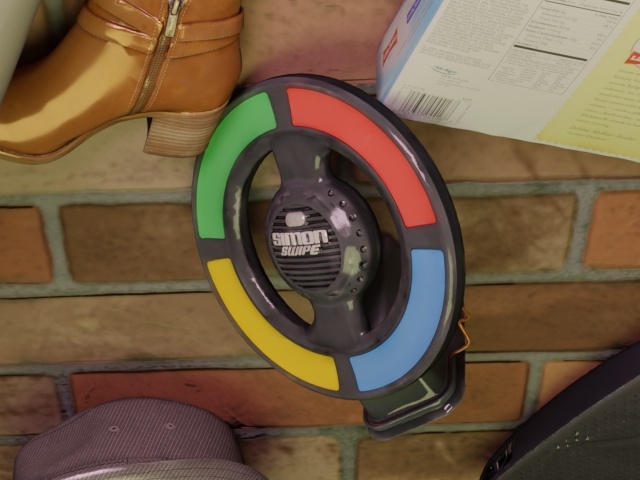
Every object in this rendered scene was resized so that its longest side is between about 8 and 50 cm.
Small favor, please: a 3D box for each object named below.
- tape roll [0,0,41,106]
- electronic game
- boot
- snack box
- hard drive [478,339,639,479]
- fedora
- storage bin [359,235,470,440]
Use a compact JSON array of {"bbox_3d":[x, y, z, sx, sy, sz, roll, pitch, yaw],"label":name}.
[{"bbox_3d":[-0.274,-0.146,0.789,0.246,0.246,0.169,16,135,-19],"label":"tape roll"},{"bbox_3d":[0.000,0.000,1.009,0.048,0.229,0.229,-25,159,-46],"label":"electronic game"},{"bbox_3d":[-0.146,-0.125,0.945,0.197,0.073,0.152,-1,140,-19],"label":"boot"},{"bbox_3d":[0.215,-0.121,0.939,0.321,0.060,0.187,10,152,-13],"label":"snack box"},{"bbox_3d":[0.268,0.176,1.297,0.172,0.054,0.255,24,131,-26],"label":"hard drive"},{"bbox_3d":[-0.170,0.220,1.273,0.275,0.124,0.244,-9,140,-5],"label":"fedora"},{"bbox_3d":[0.055,0.064,1.118,0.098,0.135,0.091,-26,123,23],"label":"storage bin"}]
